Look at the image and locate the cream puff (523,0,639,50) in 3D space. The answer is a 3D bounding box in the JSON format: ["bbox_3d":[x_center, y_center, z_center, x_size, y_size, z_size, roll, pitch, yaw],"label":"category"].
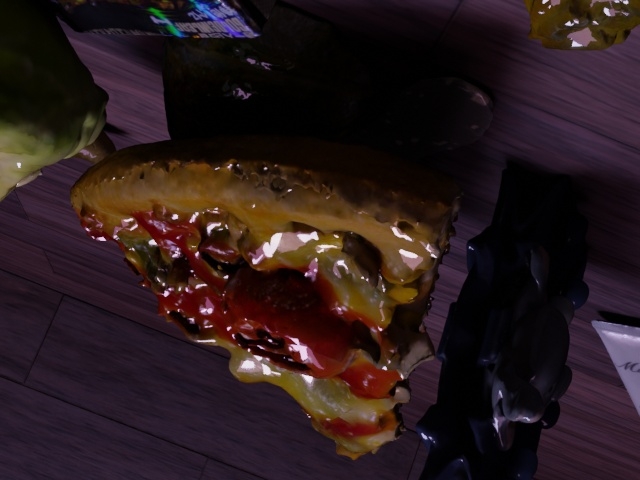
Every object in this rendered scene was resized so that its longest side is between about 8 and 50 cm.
[{"bbox_3d":[0.155,-0.153,0.510,0.146,0.116,0.146,23,167,6],"label":"cream puff"}]

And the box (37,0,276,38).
[{"bbox_3d":[-0.177,-0.247,0.675,0.198,0.084,0.310,9,160,36],"label":"box"}]

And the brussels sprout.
[{"bbox_3d":[-0.341,-0.139,0.860,0.344,0.268,0.344,47,178,2],"label":"brussels sprout"}]

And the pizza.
[{"bbox_3d":[-0.017,0.079,0.948,0.440,0.130,0.406,5,135,43],"label":"pizza"}]

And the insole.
[{"bbox_3d":[0.085,-0.102,0.962,0.081,0.011,0.248,28,164,-15],"label":"insole"}]

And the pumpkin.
[{"bbox_3d":[-0.097,-0.128,0.940,0.163,0.111,0.278,38,159,-34],"label":"pumpkin"}]

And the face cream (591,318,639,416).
[{"bbox_3d":[0.444,0.185,1.360,0.143,0.089,0.314,10,150,33],"label":"face cream"}]

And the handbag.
[{"bbox_3d":[0.176,0.116,0.991,0.118,0.325,0.269,11,163,19],"label":"handbag"}]

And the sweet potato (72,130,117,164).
[{"bbox_3d":[-0.343,-0.136,1.326,0.249,0.059,0.069,17,177,30],"label":"sweet potato"}]
